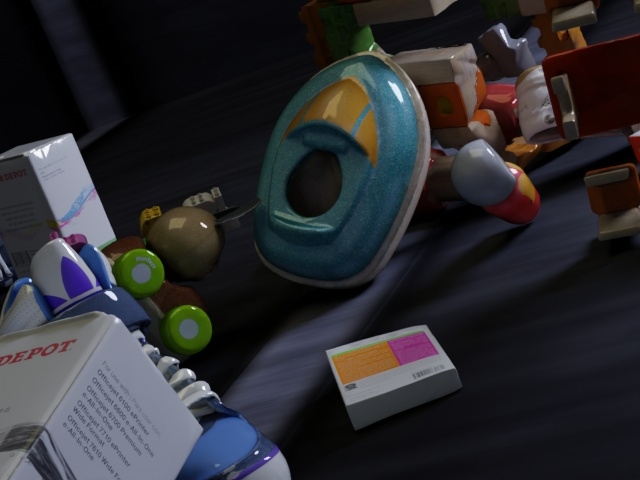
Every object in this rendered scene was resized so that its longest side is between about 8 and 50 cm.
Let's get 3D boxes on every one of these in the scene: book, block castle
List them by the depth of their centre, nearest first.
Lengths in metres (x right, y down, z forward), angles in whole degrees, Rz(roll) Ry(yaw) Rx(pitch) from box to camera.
[{"bbox_3d":[0.061,0.113,1.484,0.096,0.035,0.144,-20,13,-1],"label":"book"},{"bbox_3d":[0.137,-0.276,2.022,0.213,0.453,0.303,-2,24,40],"label":"block castle"}]

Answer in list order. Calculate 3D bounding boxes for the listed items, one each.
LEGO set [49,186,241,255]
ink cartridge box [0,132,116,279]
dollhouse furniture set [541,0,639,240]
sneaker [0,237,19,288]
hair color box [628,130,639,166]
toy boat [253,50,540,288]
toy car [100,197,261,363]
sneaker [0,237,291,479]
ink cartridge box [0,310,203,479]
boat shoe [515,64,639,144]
[{"bbox_3d":[-0.203,0.000,1.950,0.227,0.093,0.087,-20,36,-4],"label":"LEGO set"},{"bbox_3d":[-0.386,-0.033,2.459,0.154,0.212,0.093,-9,18,48],"label":"ink cartridge box"},{"bbox_3d":[0.339,-0.160,1.603,0.259,0.262,0.135,-12,13,13],"label":"dollhouse furniture set"},{"bbox_3d":[-0.529,0.050,2.626,0.282,0.099,0.153,-26,6,22],"label":"sneaker"},{"bbox_3d":[0.389,-0.104,1.773,0.072,0.043,0.141,-28,12,-21],"label":"hair color box"},{"bbox_3d":[0.072,-0.075,1.824,0.318,0.267,0.148,8,-11,28],"label":"toy boat"},{"bbox_3d":[-0.139,0.024,1.857,0.188,0.149,0.155,-43,11,-20],"label":"toy car"},{"bbox_3d":[-0.169,0.113,1.414,0.130,0.236,0.323,-30,14,-28],"label":"sneaker"},{"bbox_3d":[-0.254,0.213,1.231,0.223,0.129,0.307,-15,31,37],"label":"ink cartridge box"},{"bbox_3d":[0.355,-0.143,1.905,0.277,0.096,0.098,-5,-24,12],"label":"boat shoe"}]
